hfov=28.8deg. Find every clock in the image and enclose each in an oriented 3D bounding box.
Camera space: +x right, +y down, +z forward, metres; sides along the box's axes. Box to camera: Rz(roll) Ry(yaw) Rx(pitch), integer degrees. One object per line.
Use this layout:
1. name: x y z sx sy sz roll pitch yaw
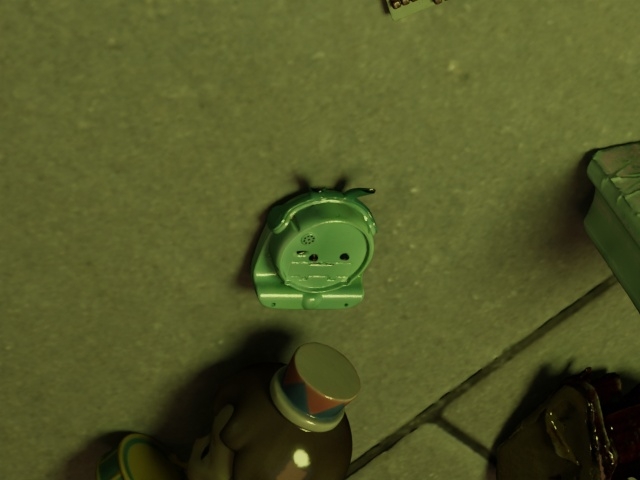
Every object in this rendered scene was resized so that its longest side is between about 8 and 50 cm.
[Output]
1. clock: 0.000 0.000 1.050 0.101 0.041 0.135 1 131 -19

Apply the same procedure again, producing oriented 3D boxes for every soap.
1. soap: 0.329 0.016 1.025 0.150 0.261 0.094 -14 130 -7

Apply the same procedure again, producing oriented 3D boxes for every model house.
1. model house: 0.297 0.216 1.313 0.164 0.141 0.203 -17 160 -34

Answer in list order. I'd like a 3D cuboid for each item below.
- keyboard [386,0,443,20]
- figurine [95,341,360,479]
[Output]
1. keyboard: 0.124 -0.211 0.916 0.166 0.017 0.055 -22 134 2
2. figurine: -0.071 0.197 1.138 0.275 0.161 0.158 -38 95 14
